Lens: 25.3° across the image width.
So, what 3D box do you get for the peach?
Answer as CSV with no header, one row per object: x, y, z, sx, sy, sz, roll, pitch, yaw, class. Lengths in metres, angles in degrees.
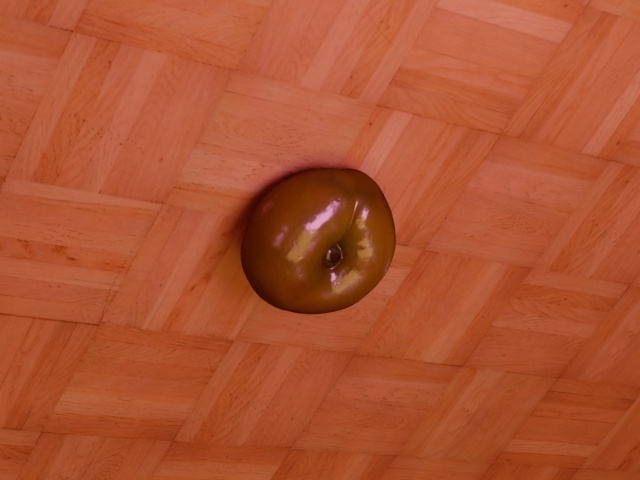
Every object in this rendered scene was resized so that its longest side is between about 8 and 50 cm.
0.000,0.000,2.195,0.251,0.153,0.251,-16,123,-26,peach
